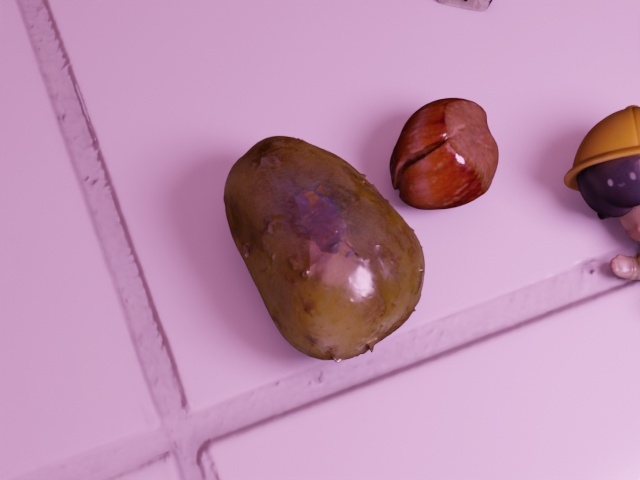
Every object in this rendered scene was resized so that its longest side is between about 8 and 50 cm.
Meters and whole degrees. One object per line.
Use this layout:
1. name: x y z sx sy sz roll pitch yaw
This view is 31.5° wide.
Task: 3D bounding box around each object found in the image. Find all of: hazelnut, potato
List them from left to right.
1. potato: 0.000 0.000 1.391 0.210 0.173 0.307 -32 72 -11
2. hazelnut: 0.157 -0.109 1.470 0.143 0.143 0.154 3 58 2

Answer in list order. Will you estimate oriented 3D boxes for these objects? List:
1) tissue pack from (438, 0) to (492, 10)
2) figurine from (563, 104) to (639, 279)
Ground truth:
1. tissue pack: 0.226 -0.426 1.624 0.090 0.103 0.170 14 66 0
2. figurine: 0.424 -0.045 1.415 0.167 0.192 0.257 -32 92 -41
